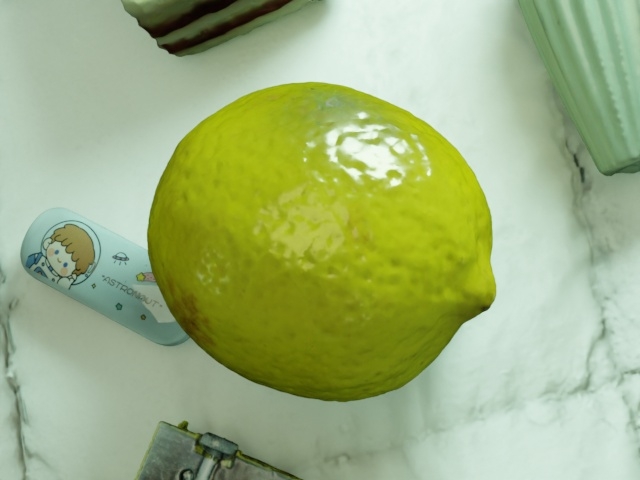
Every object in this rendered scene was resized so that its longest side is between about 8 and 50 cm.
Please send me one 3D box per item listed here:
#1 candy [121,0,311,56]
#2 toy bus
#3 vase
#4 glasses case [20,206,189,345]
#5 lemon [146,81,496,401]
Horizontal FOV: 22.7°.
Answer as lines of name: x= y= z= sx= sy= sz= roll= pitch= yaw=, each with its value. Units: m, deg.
candy: x=-0.120 y=-0.330 z=1.398 sx=0.179 sy=0.135 sz=0.320 roll=-26 pitch=71 yaw=8
toy bus: x=-0.038 y=0.217 z=1.286 sx=0.226 sy=0.074 sz=0.081 roll=19 pitch=84 yaw=17
vase: x=0.229 y=-0.174 z=1.285 sx=0.128 sy=0.128 sz=0.248 roll=-15 pitch=83 yaw=11
glasses case: x=-0.179 y=0.031 z=1.377 sx=0.178 sy=0.045 sz=0.067 roll=26 pitch=85 yaw=18
lemon: x=-0.001 y=0.001 z=1.235 sx=0.267 sy=0.267 sz=0.267 roll=-3 pitch=77 yaw=14
